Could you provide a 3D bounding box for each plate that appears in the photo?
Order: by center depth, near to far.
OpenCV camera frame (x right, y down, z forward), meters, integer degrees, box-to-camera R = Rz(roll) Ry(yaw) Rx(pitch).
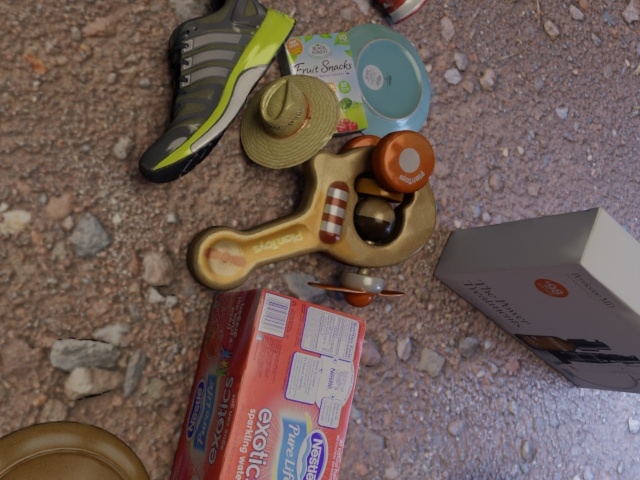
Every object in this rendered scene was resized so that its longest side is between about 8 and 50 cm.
[{"bbox_3d":[0.100,-0.242,1.072,0.188,0.024,0.188,4,82,-31],"label":"plate"}]

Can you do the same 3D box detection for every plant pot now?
[{"bbox_3d":[-0.286,0.316,0.755,0.236,0.032,0.237,5,80,-31],"label":"plant pot"}]

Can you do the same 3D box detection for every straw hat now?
[{"bbox_3d":[-0.048,-0.169,0.905,0.061,0.144,0.145,56,48,-64],"label":"straw hat"}]

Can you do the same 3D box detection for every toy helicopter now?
[{"bbox_3d":[0.000,0.000,0.940,0.355,0.140,0.235,-18,102,-21],"label":"toy helicopter"}]

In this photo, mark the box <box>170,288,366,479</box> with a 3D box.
[{"bbox_3d":[-0.067,0.221,0.836,0.154,0.142,0.300,19,74,-28],"label":"box"}]

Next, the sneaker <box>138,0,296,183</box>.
[{"bbox_3d":[-0.149,-0.198,0.881,0.121,0.111,0.300,34,61,-12],"label":"sneaker"}]

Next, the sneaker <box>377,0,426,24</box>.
[{"bbox_3d":[0.146,-0.453,1.095,0.128,0.087,0.221,44,62,-20],"label":"sneaker"}]

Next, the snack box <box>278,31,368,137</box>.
[{"bbox_3d":[0.002,-0.216,0.994,0.100,0.037,0.141,-12,89,-24],"label":"snack box"}]

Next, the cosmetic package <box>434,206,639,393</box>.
[{"bbox_3d":[0.400,0.107,1.053,0.377,0.284,0.097,36,66,-22],"label":"cosmetic package"}]
